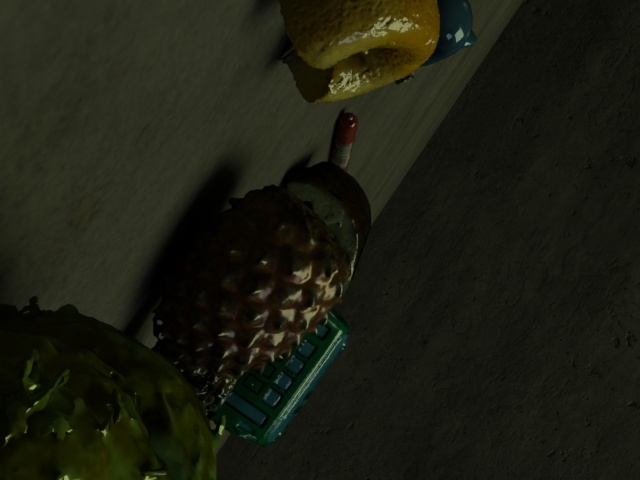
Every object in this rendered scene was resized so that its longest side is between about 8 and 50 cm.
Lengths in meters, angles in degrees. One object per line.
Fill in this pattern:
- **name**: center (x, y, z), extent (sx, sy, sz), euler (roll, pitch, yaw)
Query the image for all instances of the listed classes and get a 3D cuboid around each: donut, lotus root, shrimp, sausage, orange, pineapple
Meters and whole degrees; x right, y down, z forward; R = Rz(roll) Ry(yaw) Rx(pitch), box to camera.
- **donut**: center (0.036, -0.176, 0.608), extent (0.146, 0.078, 0.181), euler (-16, 168, -3)
- **lotus root**: center (0.000, 0.000, 1.075), extent (0.119, 0.138, 0.235), euler (-54, 164, -54)
- **shrimp**: center (-0.216, 0.267, 1.241), extent (0.365, 0.071, 0.233), euler (-61, 167, 19)
- **sausage**: center (0.036, -0.148, 1.175), extent (0.034, 0.034, 0.253), euler (-54, 173, -17)
- **orange**: center (-0.185, 0.178, 0.368), extent (0.301, 0.223, 0.300), euler (-9, 117, -81)
- **pineapple**: center (-0.131, 0.101, 0.759), extent (0.361, 0.175, 0.175), euler (-41, 174, 4)

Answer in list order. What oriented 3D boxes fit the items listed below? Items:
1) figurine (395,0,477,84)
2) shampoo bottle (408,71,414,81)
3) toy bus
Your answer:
- **figurine**: center (0.112, -0.266, 0.935), extent (0.178, 0.114, 0.144), euler (-37, -173, -33)
- **shampoo bottle**: center (0.149, -0.326, 1.005), extent (0.205, 0.065, 0.065), euler (-59, 172, 26)
- **toy bus**: center (-0.093, 0.248, 1.461), extent (0.344, 0.199, 0.183), euler (-54, 174, 1)
